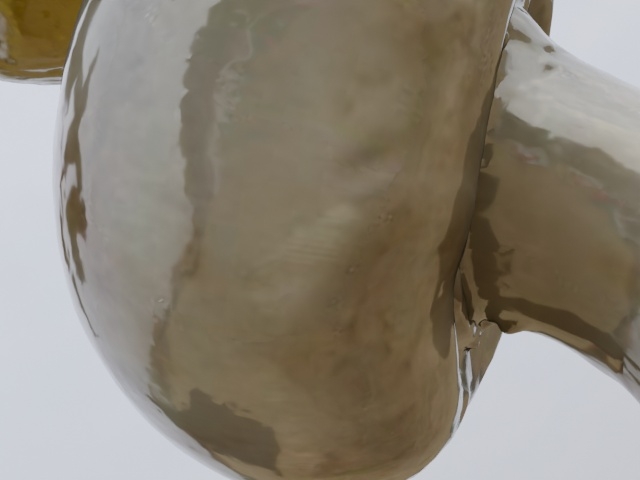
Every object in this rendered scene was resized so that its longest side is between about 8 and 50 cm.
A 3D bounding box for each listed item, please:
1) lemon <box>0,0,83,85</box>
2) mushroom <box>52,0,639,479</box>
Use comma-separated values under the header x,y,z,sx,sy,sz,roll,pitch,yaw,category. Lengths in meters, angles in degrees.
x,y,z,sx,sy,sz,roll,pitch,yaw,category
-0.163,-0.239,1.125,0.297,0.297,0.297,-33,-20,-14,lemon
0.051,-0.039,0.713,0.297,0.290,0.297,12,-90,-79,mushroom
